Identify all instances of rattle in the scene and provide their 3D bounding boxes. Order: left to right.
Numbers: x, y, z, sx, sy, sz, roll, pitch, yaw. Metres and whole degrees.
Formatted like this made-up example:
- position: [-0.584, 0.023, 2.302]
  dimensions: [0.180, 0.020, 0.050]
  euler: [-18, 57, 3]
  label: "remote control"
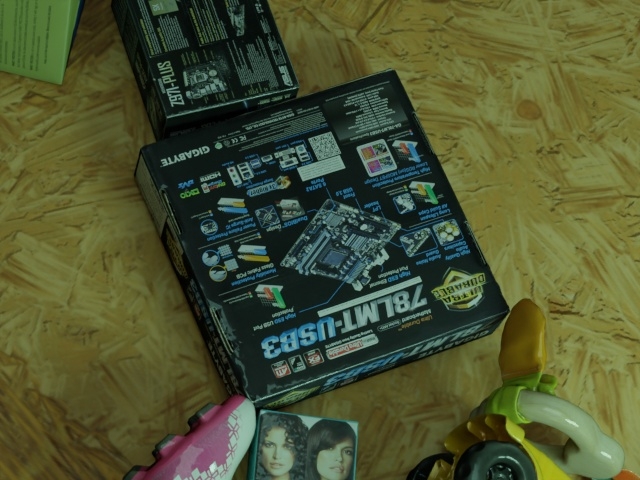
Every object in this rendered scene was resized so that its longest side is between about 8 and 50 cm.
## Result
- position: [0.254, 0.174, 1.840]
  dimensions: [0.199, 0.130, 0.143]
  euler: [24, 42, -9]
  label: "rattle"

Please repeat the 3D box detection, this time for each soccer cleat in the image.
- position: [-0.155, 0.291, 1.710]
  dimensions: [0.143, 0.116, 0.331]
  euler: [45, 72, 0]
  label: "soccer cleat"

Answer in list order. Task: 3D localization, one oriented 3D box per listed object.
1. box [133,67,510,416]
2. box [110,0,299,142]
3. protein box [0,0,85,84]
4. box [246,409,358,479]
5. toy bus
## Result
- position: [0.000, 0.000, 1.876]
  dimensions: [0.295, 0.073, 0.293]
  euler: [-19, 73, -19]
  label: "box"
- position: [-0.122, -0.203, 1.935]
  dimensions: [0.147, 0.077, 0.180]
  euler: [-15, 71, -17]
  label: "box"
- position: [-0.337, -0.281, 1.859]
  dimensions: [0.201, 0.200, 0.136]
  euler: [13, 65, -5]
  label: "protein box"
- position: [-0.024, 0.288, 1.754]
  dimensions: [0.100, 0.060, 0.244]
  euler: [8, 66, -8]
  label: "box"
- position: [0.172, 0.307, 1.754]
  dimensions: [0.211, 0.149, 0.220]
  euler: [35, 66, -13]
  label: "toy bus"
